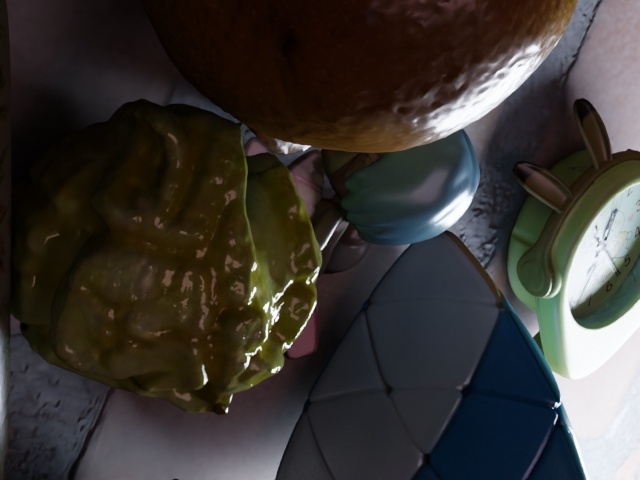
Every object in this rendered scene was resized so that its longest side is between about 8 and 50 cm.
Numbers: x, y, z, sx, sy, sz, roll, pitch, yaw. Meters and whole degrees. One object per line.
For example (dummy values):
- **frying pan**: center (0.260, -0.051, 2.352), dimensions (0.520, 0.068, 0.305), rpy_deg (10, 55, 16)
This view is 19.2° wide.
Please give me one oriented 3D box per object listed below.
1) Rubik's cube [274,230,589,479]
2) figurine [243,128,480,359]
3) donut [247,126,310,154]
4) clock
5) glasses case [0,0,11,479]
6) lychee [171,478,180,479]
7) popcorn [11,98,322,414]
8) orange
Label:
- **Rubik's cube**: center (0.110, 0.104, 1.460), dimensions (0.254, 0.254, 0.254), rpy_deg (-28, 133, -35)
- **figurine**: center (0.005, 0.008, 1.275), dimensions (0.260, 0.103, 0.205), rpy_deg (-43, 156, 8)
- **donut**: center (-0.020, -0.108, 1.239), dimensions (0.097, 0.043, 0.108), rpy_deg (-45, 145, -15)
- **clock**: center (0.222, -0.007, 1.567), dimensions (0.170, 0.069, 0.232), rpy_deg (-43, 139, -20)
- **glasses case**: center (-0.245, 0.028, 1.028), dimensions (0.156, 0.098, 0.425), rpy_deg (-20, 128, -38)
- **lychee**: center (-0.101, 0.272, 1.258), dimensions (0.271, 0.236, 0.236), rpy_deg (24, 96, -28)
- **popcorn**: center (-0.095, 0.008, 1.124), dimensions (0.187, 0.185, 0.167), rpy_deg (22, 86, -43)
- **orange**: center (0.027, -0.175, 1.078), dimensions (0.264, 0.264, 0.264), rpy_deg (-28, 133, -35)
